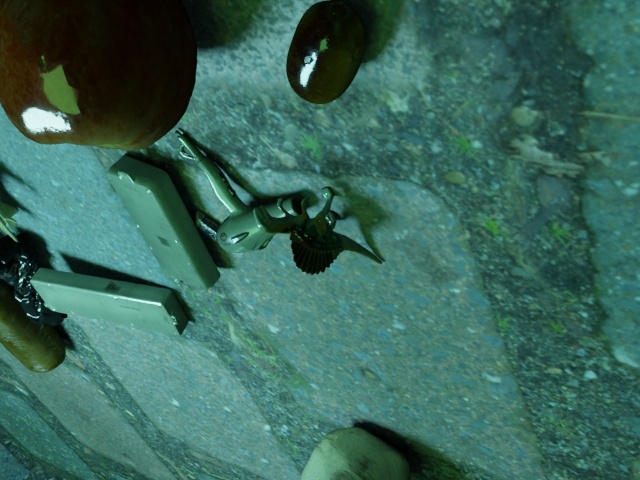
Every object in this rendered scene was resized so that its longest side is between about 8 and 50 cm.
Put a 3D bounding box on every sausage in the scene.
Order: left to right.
[{"bbox_3d":[-0.734,0.188,1.918,0.136,0.123,0.501,61,169,27],"label":"sausage"}]

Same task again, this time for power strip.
[{"bbox_3d":[-0.434,0.120,1.629,0.367,0.043,0.106,7,139,24],"label":"power strip"},{"bbox_3d":[-0.248,-0.022,1.300,0.118,0.046,0.270,19,145,35],"label":"power strip"}]

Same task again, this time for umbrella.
[{"bbox_3d":[-0.633,0.095,1.770,0.122,0.110,0.272,11,145,20],"label":"umbrella"}]

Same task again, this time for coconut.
[{"bbox_3d":[0.077,0.465,1.511,0.224,0.224,0.224,24,146,17],"label":"coconut"}]

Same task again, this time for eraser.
[{"bbox_3d":[-0.160,-0.010,1.272,0.099,0.019,0.027,36,148,-3],"label":"eraser"}]

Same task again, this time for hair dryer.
[{"bbox_3d":[-0.106,-0.076,1.126,0.167,0.067,0.199,-6,115,35],"label":"hair dryer"}]

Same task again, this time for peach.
[{"bbox_3d":[-0.252,-0.229,0.902,0.232,0.257,0.232,7,-177,0],"label":"peach"}]

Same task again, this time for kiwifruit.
[{"bbox_3d":[0.005,-0.192,0.830,0.075,0.075,0.124,31,144,7],"label":"kiwifruit"}]

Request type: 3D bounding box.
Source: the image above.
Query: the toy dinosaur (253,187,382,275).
[{"bbox_3d":[-0.002,0.001,1.058,0.044,0.106,0.187,-10,126,49],"label":"toy dinosaur"}]

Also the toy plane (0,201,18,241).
[{"bbox_3d":[-0.674,-0.108,1.552,0.242,0.104,0.256,28,158,41],"label":"toy plane"}]
